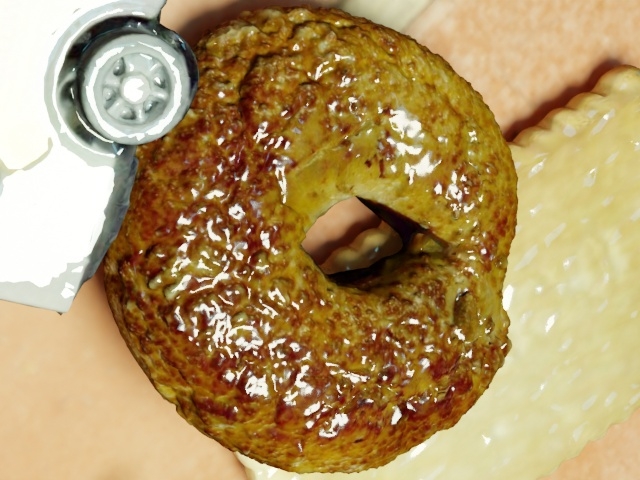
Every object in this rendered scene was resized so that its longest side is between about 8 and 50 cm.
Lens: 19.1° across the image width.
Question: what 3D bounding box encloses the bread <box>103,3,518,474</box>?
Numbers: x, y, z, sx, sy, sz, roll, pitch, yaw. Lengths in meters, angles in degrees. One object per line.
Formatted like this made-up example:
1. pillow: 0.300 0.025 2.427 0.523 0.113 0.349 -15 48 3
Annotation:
1. bread: 0.000 0.000 0.760 0.193 0.064 0.193 0 91 -20

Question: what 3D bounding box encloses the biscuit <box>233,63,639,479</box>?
1. biscuit: 0.072 0.043 0.852 0.250 0.030 0.160 -34 117 -14

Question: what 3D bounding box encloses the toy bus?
1. toy bus: -0.098 -0.151 0.661 0.138 0.097 0.342 13 99 -28
